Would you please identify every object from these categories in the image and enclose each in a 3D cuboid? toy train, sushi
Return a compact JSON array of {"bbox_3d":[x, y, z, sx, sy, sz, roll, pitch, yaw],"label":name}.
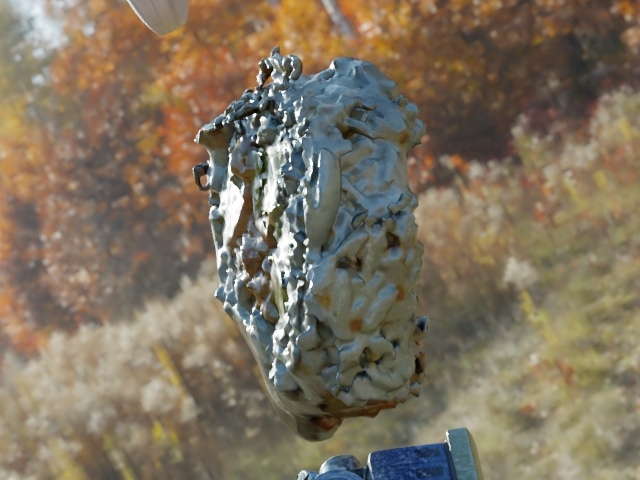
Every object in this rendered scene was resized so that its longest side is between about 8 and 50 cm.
[{"bbox_3d":[0.089,0.338,1.474,0.202,0.300,0.131,-8,-44,-3],"label":"toy train"},{"bbox_3d":[0.001,-0.003,1.506,0.175,0.418,0.417,-9,-4,-18],"label":"sushi"}]

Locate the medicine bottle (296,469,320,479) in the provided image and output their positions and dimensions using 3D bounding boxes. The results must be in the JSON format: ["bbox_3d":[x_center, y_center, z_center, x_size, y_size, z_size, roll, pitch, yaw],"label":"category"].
[{"bbox_3d":[0.064,0.315,1.780,0.191,0.051,0.051,9,-10,-16],"label":"medicine bottle"}]

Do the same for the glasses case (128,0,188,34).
[{"bbox_3d":[-0.235,-0.382,1.710,0.075,0.297,0.113,-23,19,10],"label":"glasses case"}]
